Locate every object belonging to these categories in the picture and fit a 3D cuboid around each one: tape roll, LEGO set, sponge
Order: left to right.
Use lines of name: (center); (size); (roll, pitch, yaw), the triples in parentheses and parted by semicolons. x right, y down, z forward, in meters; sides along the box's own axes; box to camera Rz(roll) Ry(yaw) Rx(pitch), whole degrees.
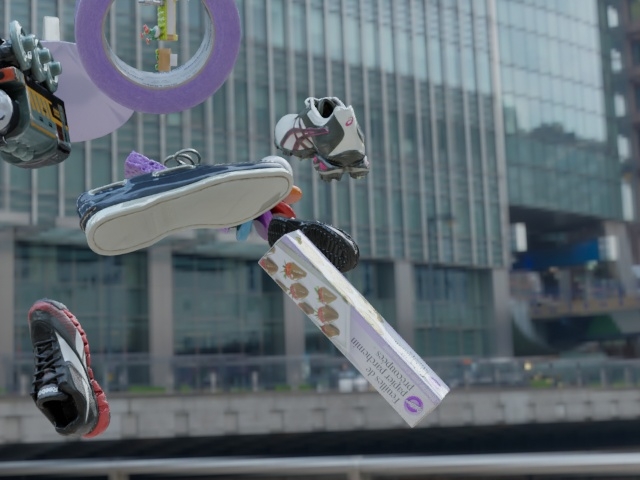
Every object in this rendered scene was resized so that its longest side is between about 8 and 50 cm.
LEGO set: (-0.329, -0.481, 2.458); (0.107, 0.132, 0.287); (-3, -47, -31)
tape roll: (-0.189, -0.246, 1.413); (0.189, 0.189, 0.080); (-1, 19, -11)
sponge: (-0.251, -0.086, 2.183); (0.210, 0.031, 0.117); (25, -21, 2)

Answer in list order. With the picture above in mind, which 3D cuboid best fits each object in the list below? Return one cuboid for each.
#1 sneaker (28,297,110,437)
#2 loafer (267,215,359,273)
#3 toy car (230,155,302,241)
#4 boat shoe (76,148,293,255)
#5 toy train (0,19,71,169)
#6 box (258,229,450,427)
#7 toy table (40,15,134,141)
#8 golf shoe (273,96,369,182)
sneaker: (-0.479, 0.238, 2.236); (0.097, 0.276, 0.135); (-22, -3, 21)
loafer: (0.000, 0.000, 2.048); (0.078, 0.080, 0.220); (-1, 16, -38)
toy car: (-0.116, -0.066, 2.347); (0.182, 0.136, 0.159); (-32, -5, -22)
boat shoe: (-0.159, -0.053, 1.436); (0.254, 0.079, 0.095); (-19, -40, -11)
toy train: (-0.479, -0.220, 1.905); (0.142, 0.190, 0.334); (-12, -4, 0)
box: (0.048, 0.121, 1.736); (0.063, 0.324, 0.067); (-46, -8, 20)
toy table: (-0.478, -0.268, 2.178); (0.274, 0.252, 0.161); (15, 6, -21)
golf shoe: (0.004, -0.183, 1.979); (0.105, 0.120, 0.273); (-11, 21, -23)
